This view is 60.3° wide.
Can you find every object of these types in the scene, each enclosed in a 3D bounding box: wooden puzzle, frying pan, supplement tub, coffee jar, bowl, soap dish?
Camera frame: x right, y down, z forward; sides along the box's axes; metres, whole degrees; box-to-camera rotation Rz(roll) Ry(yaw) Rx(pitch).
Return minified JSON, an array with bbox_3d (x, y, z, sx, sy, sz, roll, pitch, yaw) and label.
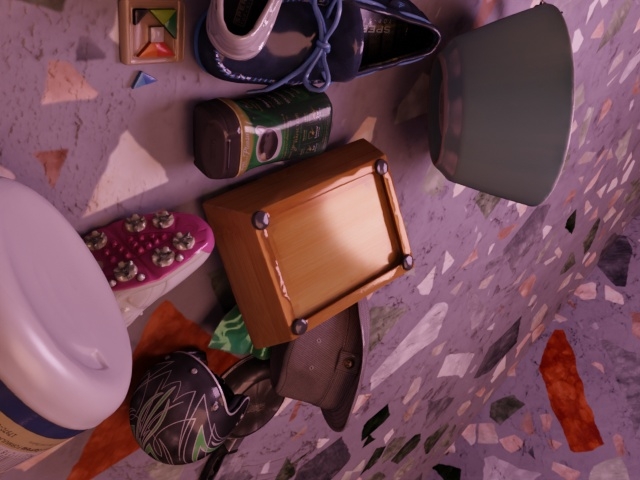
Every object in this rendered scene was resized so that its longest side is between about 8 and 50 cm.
[{"bbox_3d":[-0.179,-0.224,0.592,0.078,0.014,0.117,-23,134,-33],"label":"wooden puzzle"},{"bbox_3d":[-0.172,0.350,1.035,0.326,0.053,0.197,-53,142,-5],"label":"frying pan"},{"bbox_3d":[-0.347,0.109,0.449,0.316,0.228,0.228,-27,139,-5],"label":"supplement tub"},{"bbox_3d":[-0.076,-0.142,0.710,0.184,0.079,0.096,-21,136,-36],"label":"coffee jar"},{"bbox_3d":[0.263,-0.208,0.880,0.162,0.312,0.312,-1,131,4],"label":"bowl"},{"bbox_3d":[0.000,0.000,0.812,0.290,0.118,0.229,-27,110,-29],"label":"soap dish"}]

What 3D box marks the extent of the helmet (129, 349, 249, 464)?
[{"bbox_3d":[-0.202,0.248,0.824,0.170,0.169,0.161,-57,159,5],"label":"helmet"}]

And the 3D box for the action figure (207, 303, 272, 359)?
[{"bbox_3d":[-0.085,0.072,0.887,0.137,0.063,0.232,22,97,-50],"label":"action figure"}]

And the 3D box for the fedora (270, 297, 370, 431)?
[{"bbox_3d":[-0.016,0.185,0.953,0.124,0.244,0.276,10,108,-18],"label":"fedora"}]

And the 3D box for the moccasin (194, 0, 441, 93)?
[{"bbox_3d":[0.016,-0.262,0.679,0.341,0.116,0.138,-25,134,-30],"label":"moccasin"}]

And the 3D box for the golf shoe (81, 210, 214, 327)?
[{"bbox_3d":[-0.266,0.071,0.673,0.306,0.115,0.140,-29,146,-17],"label":"golf shoe"}]

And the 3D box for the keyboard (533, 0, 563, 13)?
[{"bbox_3d":[0.362,-0.289,0.985,0.317,0.033,0.202,84,12,-73],"label":"keyboard"}]

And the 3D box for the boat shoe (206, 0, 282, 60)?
[{"bbox_3d":[-0.051,-0.310,0.543,0.095,0.084,0.259,9,96,-14],"label":"boat shoe"}]
